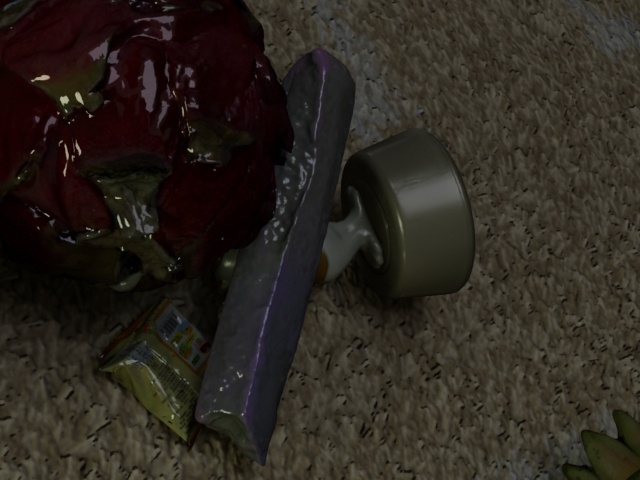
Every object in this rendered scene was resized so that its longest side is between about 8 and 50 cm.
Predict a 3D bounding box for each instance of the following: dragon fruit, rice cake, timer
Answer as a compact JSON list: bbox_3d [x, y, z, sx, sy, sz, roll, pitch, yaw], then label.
[{"bbox_3d":[-0.181,-0.108,1.341,0.329,0.329,0.329,18,51,-23],"label":"dragon fruit"},{"bbox_3d":[-0.040,0.007,1.415,0.070,0.064,0.399,40,59,-55],"label":"rice cake"},{"bbox_3d":[0.000,0.000,1.516,0.266,0.175,0.175,-15,67,-20],"label":"timer"}]

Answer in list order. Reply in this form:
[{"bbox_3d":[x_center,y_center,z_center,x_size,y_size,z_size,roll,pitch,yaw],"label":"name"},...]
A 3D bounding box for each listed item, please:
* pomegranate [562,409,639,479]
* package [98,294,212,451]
[{"bbox_3d":[0.357,0.336,1.460,0.310,0.216,0.358,-1,29,-34],"label":"pomegranate"},{"bbox_3d":[-0.136,0.118,1.396,0.121,0.031,0.108,45,46,-8],"label":"package"}]
